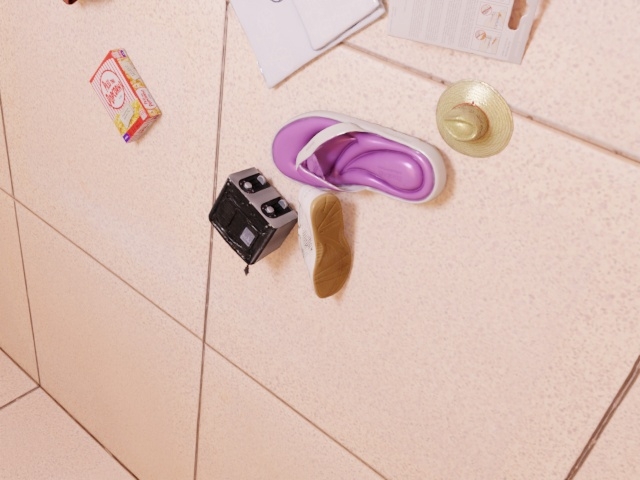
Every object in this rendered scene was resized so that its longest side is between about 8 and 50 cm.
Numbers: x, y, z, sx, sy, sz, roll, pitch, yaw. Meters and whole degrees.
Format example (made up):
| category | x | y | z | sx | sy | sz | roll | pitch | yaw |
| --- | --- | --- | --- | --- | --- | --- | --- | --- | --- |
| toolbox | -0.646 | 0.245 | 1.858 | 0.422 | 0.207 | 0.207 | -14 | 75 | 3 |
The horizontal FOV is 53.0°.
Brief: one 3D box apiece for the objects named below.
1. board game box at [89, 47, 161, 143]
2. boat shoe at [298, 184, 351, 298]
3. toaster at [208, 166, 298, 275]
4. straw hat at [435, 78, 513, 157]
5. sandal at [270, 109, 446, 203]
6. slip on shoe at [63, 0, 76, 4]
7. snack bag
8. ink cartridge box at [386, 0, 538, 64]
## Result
| category | x | y | z | sx | sy | sz | roll | pitch | yaw |
| --- | --- | --- | --- | --- | --- | --- | --- | --- | --- |
| board game box | -0.503 | -0.369 | 1.649 | 0.147 | 0.045 | 0.193 | -31 | 90 | 46 |
| boat shoe | 0.000 | 0.000 | 1.371 | 0.096 | 0.098 | 0.277 | 42 | 146 | 43 |
| toaster | -0.156 | -0.049 | 1.467 | 0.168 | 0.110 | 0.185 | 48 | 134 | 12 |
| straw hat | 0.242 | -0.195 | 1.072 | 0.145 | 0.061 | 0.144 | 21 | 125 | 33 |
| sandal | 0.041 | -0.158 | 1.240 | 0.417 | 0.102 | 0.169 | 11 | 119 | 38 |
| slip on shoe | -0.527 | -0.625 | 1.499 | 0.331 | 0.123 | 0.101 | 2 | 136 | 41 |
| snack bag | -0.069 | -0.496 | 1.206 | 0.343 | 0.037 | 0.323 | -20 | 99 | 46 |
| ink cartridge box | 0.220 | -0.383 | 0.986 | 0.225 | 0.056 | 0.181 | 15 | 137 | 12 |
